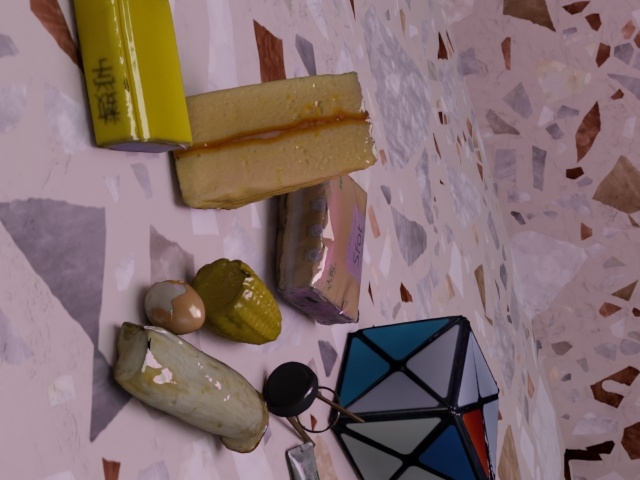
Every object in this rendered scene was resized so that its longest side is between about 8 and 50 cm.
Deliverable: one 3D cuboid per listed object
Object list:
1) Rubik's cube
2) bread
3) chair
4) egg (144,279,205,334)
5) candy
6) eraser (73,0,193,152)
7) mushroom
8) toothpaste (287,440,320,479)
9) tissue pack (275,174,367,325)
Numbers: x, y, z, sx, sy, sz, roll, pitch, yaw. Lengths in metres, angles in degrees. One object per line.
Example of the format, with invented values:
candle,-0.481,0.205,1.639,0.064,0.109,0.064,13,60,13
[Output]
Rubik's cube,0.187,0.317,1.854,0.248,0.246,0.250,-73,145,-48
bread,-0.073,-0.155,1.428,0.163,0.264,0.167,-4,78,-69
chair,-0.022,0.261,1.601,0.095,0.104,0.221,63,8,30
egg,-0.188,0.089,1.280,0.071,0.083,0.071,-33,132,-47
candy,-0.111,0.105,1.436,0.199,0.106,0.094,50,18,-57
eraser,-0.246,-0.225,1.295,0.158,0.069,0.226,-7,87,-70
mushroom,-0.160,0.200,1.307,0.312,0.081,0.100,45,34,-51
toothpaste,-0.011,0.441,1.604,0.064,0.041,0.218,-10,87,-51
tissue pack,0.000,0.000,1.711,0.215,0.123,0.256,41,52,-59
